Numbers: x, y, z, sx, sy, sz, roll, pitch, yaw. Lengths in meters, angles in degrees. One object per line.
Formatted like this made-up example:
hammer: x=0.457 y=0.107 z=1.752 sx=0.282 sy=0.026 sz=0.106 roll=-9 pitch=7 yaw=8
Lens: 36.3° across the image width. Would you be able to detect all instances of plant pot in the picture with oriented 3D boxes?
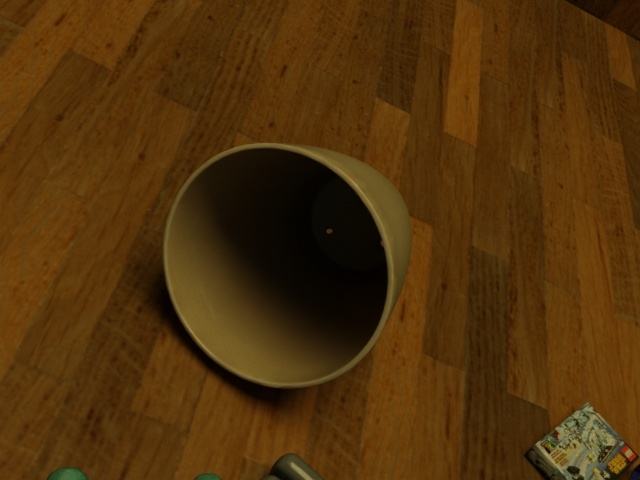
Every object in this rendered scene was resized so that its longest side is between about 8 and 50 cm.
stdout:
plant pot: x=0.000 y=0.000 z=1.109 sx=0.256 sy=0.256 sz=0.274 roll=41 pitch=23 yaw=9

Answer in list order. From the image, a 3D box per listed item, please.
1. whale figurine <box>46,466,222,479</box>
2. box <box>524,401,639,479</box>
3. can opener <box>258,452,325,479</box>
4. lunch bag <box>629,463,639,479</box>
whale figurine: x=-0.154 y=0.263 z=0.787 sx=0.272 sy=0.141 sz=0.216 roll=-14 pitch=58 yaw=-43
box: x=0.323 y=0.265 z=1.200 sx=0.137 sy=0.027 sz=0.094 roll=-21 pitch=62 yaw=-45
can opener: x=0.057 y=0.308 z=0.933 sx=0.280 sy=0.093 sz=0.074 roll=38 pitch=40 yaw=12
lunch bag: x=0.499 y=0.294 z=1.079 sx=0.221 sy=0.293 sz=0.138 roll=45 pitch=41 yaw=13
